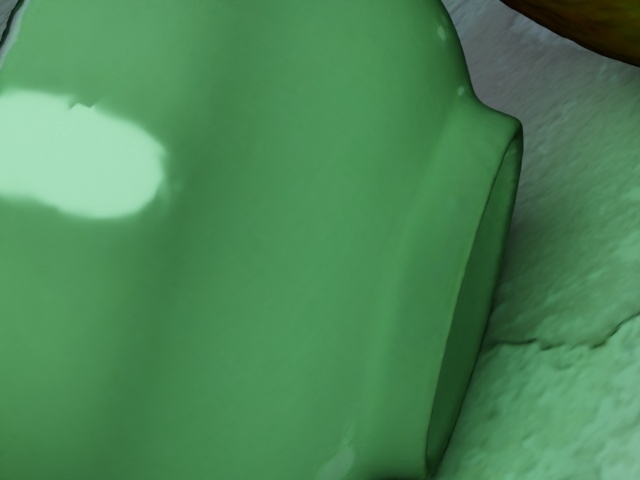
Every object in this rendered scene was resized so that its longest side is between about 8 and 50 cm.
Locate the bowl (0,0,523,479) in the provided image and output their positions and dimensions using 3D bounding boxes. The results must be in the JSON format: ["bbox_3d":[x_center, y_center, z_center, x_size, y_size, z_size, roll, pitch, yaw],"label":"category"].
[{"bbox_3d":[-0.015,0.005,0.722,0.185,0.354,0.354,15,51,12],"label":"bowl"}]

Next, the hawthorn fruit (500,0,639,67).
[{"bbox_3d":[0.209,-0.305,0.679,0.472,0.472,0.471,-35,26,20],"label":"hawthorn fruit"}]
